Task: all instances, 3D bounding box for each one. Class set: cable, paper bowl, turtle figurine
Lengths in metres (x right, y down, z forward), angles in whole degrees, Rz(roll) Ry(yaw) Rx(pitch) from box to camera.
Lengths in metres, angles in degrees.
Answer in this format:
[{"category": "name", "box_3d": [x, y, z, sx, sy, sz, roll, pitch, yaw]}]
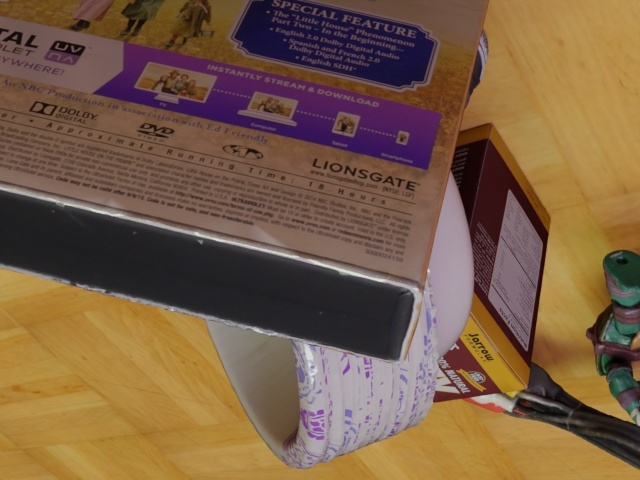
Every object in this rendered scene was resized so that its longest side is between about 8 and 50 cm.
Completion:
[{"category": "cable", "box_3d": [0.229, 0.182, 1.075, 0.287, 0.072, 0.139, 34, 159, 35]}, {"category": "paper bowl", "box_3d": [0.000, 0.000, 0.727, 0.148, 0.284, 0.284, -17, 143, -17]}, {"category": "turtle figurine", "box_3d": [0.303, 0.095, 0.972, 0.118, 0.175, 0.234, 16, 136, 31]}]

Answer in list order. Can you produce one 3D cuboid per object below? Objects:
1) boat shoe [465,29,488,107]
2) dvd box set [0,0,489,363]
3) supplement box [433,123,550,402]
[{"category": "boat shoe", "box_3d": [0.004, -0.093, 0.893, 0.301, 0.102, 0.108, -18, 129, 35]}, {"category": "dvd box set", "box_3d": [-0.057, -0.140, 0.613, 0.308, 0.420, 0.062, 13, 137, 5]}, {"category": "supplement box", "box_3d": [0.080, 0.030, 0.934, 0.191, 0.194, 0.129, -14, 131, 33]}]
